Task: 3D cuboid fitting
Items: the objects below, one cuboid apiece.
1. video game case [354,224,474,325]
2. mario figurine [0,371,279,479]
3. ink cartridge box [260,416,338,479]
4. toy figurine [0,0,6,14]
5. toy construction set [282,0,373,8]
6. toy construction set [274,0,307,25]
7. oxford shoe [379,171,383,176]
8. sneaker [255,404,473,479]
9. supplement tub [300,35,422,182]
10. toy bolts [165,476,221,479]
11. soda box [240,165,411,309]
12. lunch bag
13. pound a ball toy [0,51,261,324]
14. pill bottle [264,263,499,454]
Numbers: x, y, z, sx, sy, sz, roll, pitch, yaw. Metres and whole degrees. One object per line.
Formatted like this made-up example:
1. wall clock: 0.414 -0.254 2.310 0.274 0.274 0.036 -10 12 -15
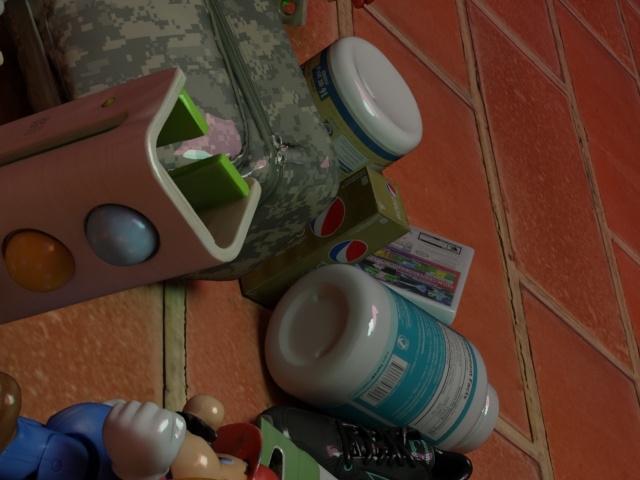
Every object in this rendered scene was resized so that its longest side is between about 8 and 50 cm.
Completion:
1. video game case: 0.065 0.017 1.969 0.201 0.023 0.183 21 24 3
2. mario figurine: -0.155 0.149 1.377 0.320 0.170 0.198 25 25 -39
3. ink cartridge box: -0.008 0.270 1.635 0.209 0.062 0.109 43 29 -27
4. toy figurine: -0.364 -0.272 1.541 0.213 0.148 0.209 55 19 0
5. toy construction set: -0.063 -0.409 2.239 0.327 0.151 0.215 52 23 14
6. toy construction set: -0.061 -0.319 1.945 0.237 0.309 0.257 -24 96 -67
7. oxford shoe: 0.052 -0.014 2.088 0.076 0.076 0.212 -18 77 -33
8. sneaker: 0.044 0.210 1.751 0.267 0.106 0.101 28 40 -44
9. supplement tub: -0.006 -0.114 1.919 0.144 0.200 0.144 42 28 -30
10. toy bolts: -0.160 0.271 1.233 0.228 0.218 0.158 15 52 -31
11. soda box: 0.000 0.000 1.820 0.058 0.181 0.061 28 38 -46
12. lunch bag: -0.159 -0.119 1.662 0.256 0.212 0.305 4 57 -44
13. pound a ball toy: -0.238 -0.038 1.342 0.208 0.319 0.135 56 34 -30
14. pill bottle: 0.075 0.137 1.840 0.264 0.146 0.146 34 34 -42
